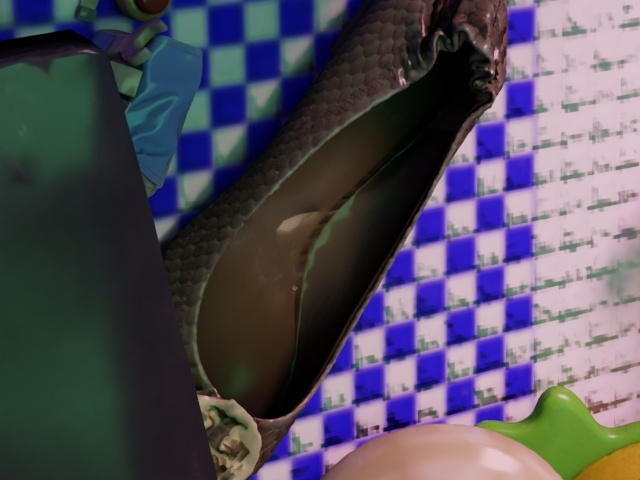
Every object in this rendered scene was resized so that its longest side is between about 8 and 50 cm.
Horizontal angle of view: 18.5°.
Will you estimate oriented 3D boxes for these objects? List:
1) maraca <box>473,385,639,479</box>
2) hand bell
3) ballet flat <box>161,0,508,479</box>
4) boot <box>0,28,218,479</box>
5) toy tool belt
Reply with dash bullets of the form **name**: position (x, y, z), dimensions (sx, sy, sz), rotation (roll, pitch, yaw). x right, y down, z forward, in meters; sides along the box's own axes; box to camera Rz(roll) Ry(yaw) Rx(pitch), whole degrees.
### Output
- **maraca**: position (0.139, 0.130, 0.854), dimensions (0.186, 0.099, 0.127), rotation (20, 104, -13)
- **hand bell**: position (0.056, 0.166, 0.696), dimensions (0.126, 0.242, 0.126), rotation (-1, 106, -3)
- **ballet flat**: position (0.000, 0.000, 0.746), dimensions (0.084, 0.058, 0.250), rotation (40, 79, -34)
- **boot**: position (-0.180, 0.186, 0.622), dimensions (0.367, 0.146, 0.445), rotation (-22, 114, -25)
- **toy tool belt**: position (-0.062, -0.054, 0.694), dimensions (0.052, 0.051, 0.083), rotation (15, 93, -36)
